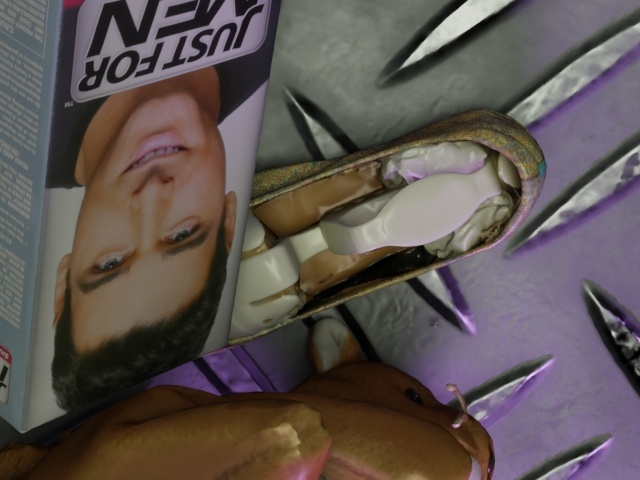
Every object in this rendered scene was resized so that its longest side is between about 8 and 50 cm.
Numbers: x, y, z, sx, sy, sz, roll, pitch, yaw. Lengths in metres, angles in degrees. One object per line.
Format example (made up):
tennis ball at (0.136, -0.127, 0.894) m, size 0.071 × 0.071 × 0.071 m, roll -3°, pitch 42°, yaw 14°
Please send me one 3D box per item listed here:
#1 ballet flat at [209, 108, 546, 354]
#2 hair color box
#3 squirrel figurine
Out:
ballet flat at (0.000, 0.000, 1.416) m, size 0.349 × 0.123 × 0.123 m, roll -21°, pitch 103°, yaw 1°
hair color box at (-0.135, -0.082, 1.239) m, size 0.185 × 0.114 × 0.374 m, roll -22°, pitch 134°, yaw -41°
squirrel figurine at (-0.072, 0.185, 1.361) m, size 0.397 × 0.370 × 0.281 m, roll -6°, pitch 106°, yaw 26°
